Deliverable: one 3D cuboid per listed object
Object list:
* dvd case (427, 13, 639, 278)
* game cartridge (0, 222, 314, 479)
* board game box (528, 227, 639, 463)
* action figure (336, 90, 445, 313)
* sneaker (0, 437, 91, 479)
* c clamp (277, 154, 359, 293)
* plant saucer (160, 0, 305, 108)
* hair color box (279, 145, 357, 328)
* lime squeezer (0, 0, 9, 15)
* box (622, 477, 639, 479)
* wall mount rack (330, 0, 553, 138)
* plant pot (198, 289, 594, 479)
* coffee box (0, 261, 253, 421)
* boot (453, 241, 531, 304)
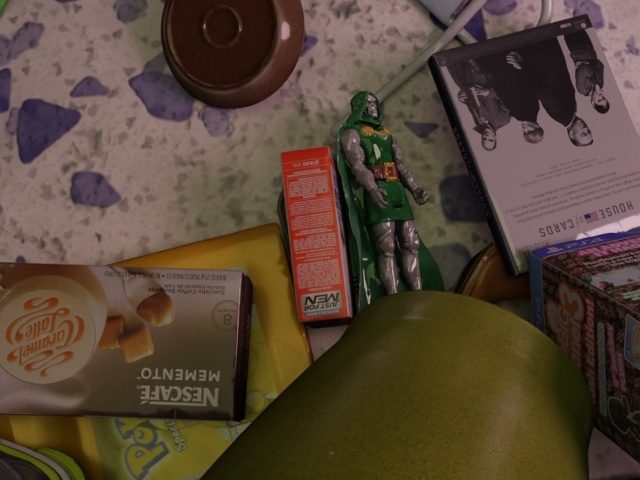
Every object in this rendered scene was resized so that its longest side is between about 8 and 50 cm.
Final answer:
[{"bbox_3d":[0.230,-0.098,0.971,0.179,0.029,0.238,-16,79,-12],"label":"dvd case"},{"bbox_3d":[-0.164,0.155,0.971,0.324,0.052,0.285,-14,79,-4],"label":"game cartridge"},{"bbox_3d":[0.352,0.090,0.828,0.232,0.291,0.141,-11,108,-13],"label":"board game box"},{"bbox_3d":[0.065,-0.039,0.971,0.063,0.137,0.232,-21,80,42],"label":"action figure"},{"bbox_3d":[-0.362,0.218,0.896,0.300,0.121,0.111,6,86,21],"label":"sneaker"},{"bbox_3d":[0.026,-0.019,1.018,0.137,0.022,0.160,-10,80,-1],"label":"c clamp"},{"bbox_3d":[-0.099,-0.224,1.020,0.168,0.029,0.168,2,96,18],"label":"plant saucer"},{"bbox_3d":[0.000,0.000,0.962,0.053,0.093,0.167,-7,81,7],"label":"hair color box"},{"bbox_3d":[-0.330,-0.403,1.077,0.110,0.059,0.310,-6,80,-1],"label":"lime squeezer"},{"bbox_3d":[0.427,0.309,0.806,0.396,0.293,0.212,-8,87,-1],"label":"box"},{"bbox_3d":[0.062,-0.294,1.027,0.350,0.130,0.304,47,115,9],"label":"wall mount rack"},{"bbox_3d":[0.061,0.237,0.778,0.366,0.366,0.353,28,50,5],"label":"plant pot"},{"bbox_3d":[-0.193,0.097,0.910,0.247,0.098,0.141,3,79,2],"label":"coffee box"},{"bbox_3d":[0.231,0.045,0.983,0.152,0.073,0.197,36,84,2],"label":"boot"}]
